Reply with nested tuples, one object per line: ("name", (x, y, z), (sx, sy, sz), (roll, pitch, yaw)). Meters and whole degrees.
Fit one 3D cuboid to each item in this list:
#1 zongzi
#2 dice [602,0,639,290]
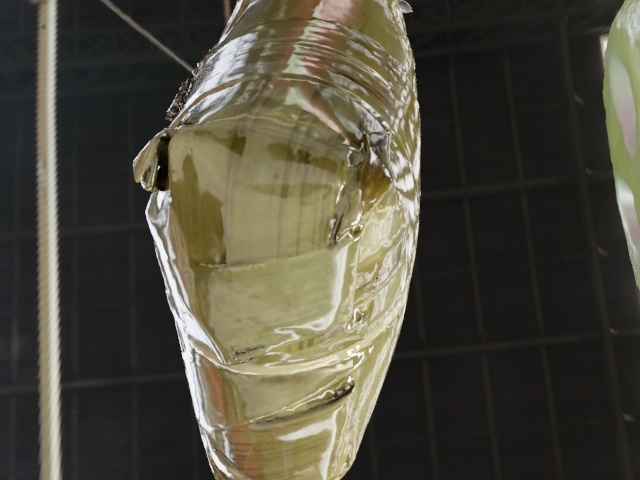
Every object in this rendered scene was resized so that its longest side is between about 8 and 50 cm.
("zongzi", (-0.022, -0.003, 0.985), (0.218, 0.467, 0.500), (10, -145, 3))
("dice", (0.306, -0.032, 0.568), (0.254, 0.252, 0.250), (-15, -128, 8))
